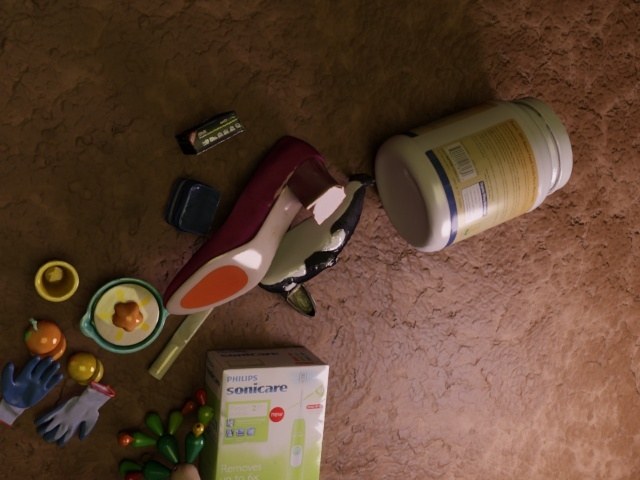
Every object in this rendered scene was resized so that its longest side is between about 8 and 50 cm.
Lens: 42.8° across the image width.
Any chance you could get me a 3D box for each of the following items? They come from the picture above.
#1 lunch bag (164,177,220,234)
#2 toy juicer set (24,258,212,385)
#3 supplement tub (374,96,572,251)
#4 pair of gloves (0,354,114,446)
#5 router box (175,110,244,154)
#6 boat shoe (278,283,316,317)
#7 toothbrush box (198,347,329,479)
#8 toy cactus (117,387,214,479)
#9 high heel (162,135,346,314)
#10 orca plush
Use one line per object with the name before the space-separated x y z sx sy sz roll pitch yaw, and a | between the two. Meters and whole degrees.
lunch bag | -0.227 -0.056 1.430 0.067 0.065 0.098 20 91 -40
toy juicer set | -0.346 0.163 1.412 0.329 0.089 0.209 16 94 -25
supplement tub | 0.287 -0.132 1.538 0.316 0.228 0.228 -22 108 -17
pair of gloves | -0.463 0.273 1.392 0.198 0.023 0.159 37 104 -28
router box | -0.190 -0.182 1.386 0.092 0.122 0.038 -29 105 -15
boat shoe | -0.055 0.087 1.539 0.056 0.049 0.152 -47 113 -6
toothbrush box | -0.110 0.353 1.534 0.206 0.122 0.283 2 99 -23
toy cactus | -0.262 0.383 1.457 0.219 0.112 0.180 -34 72 1
high heel | -0.142 -0.028 1.448 0.377 0.181 0.127 -35 141 -6
orca plush | 0.000 0.000 1.520 0.287 0.151 0.102 -58 143 -23
